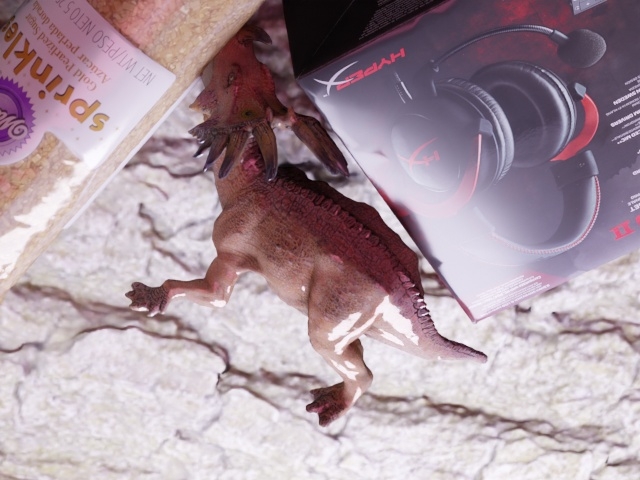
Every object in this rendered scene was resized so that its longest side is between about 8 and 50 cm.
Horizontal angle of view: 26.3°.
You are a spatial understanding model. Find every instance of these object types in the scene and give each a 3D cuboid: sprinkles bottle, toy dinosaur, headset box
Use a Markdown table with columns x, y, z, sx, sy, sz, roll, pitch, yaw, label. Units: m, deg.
| x | y | z | sx | sy | sz | roll | pitch | yaw | label |
| --- | --- | --- | --- | --- | --- | --- | --- | --- | --- |
| -0.180 | -0.079 | 0.892 | 0.121 | 0.121 | 0.355 | 38 | 102 | -25 | sprinkles bottle |
| 0.000 | 0.000 | 0.932 | 0.295 | 0.127 | 0.200 | 35 | 133 | 2 | toy dinosaur |
| 0.141 | -0.087 | 0.922 | 0.218 | 0.110 | 0.293 | -25 | 130 | 15 | headset box |
